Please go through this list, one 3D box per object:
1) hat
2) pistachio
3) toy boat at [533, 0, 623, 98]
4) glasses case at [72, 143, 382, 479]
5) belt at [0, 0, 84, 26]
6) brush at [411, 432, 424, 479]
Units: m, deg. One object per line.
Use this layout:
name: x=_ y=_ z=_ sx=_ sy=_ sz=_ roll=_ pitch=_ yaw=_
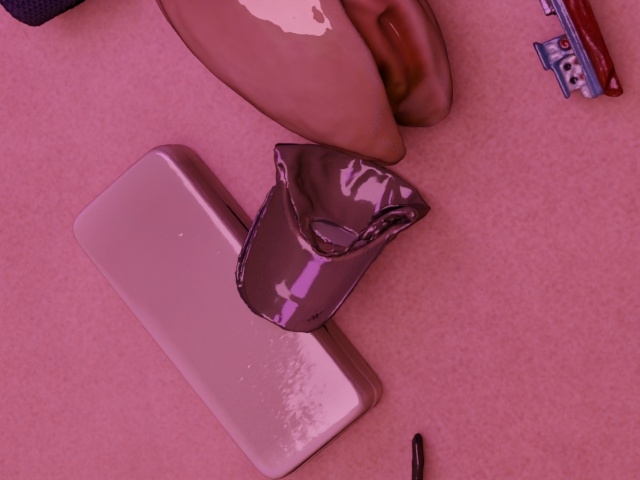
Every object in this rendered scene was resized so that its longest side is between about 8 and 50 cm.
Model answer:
hat: x=0.000 y=0.000 z=1.761 sx=0.147 sy=0.085 sz=0.175 roll=32 pitch=89 yaw=15
pistachio: x=-0.021 y=-0.201 z=1.716 sx=0.193 sy=0.214 sz=0.318 roll=-40 pitch=91 yaw=-24
toy boat: x=0.206 y=-0.197 z=1.702 sx=0.059 sy=0.069 sz=0.173 roll=-22 pitch=94 yaw=9
glasses case: x=-0.087 y=0.064 z=1.815 sx=0.131 sy=0.070 sz=0.313 roll=-41 pitch=84 yaw=16
belt: x=-0.267 y=-0.320 z=1.791 sx=0.126 sy=0.139 sz=0.230 roll=-26 pitch=86 yaw=18
brush: x=0.097 y=0.273 z=1.803 sx=0.028 sy=0.034 sz=0.190 roll=0 pitch=96 yaw=7
